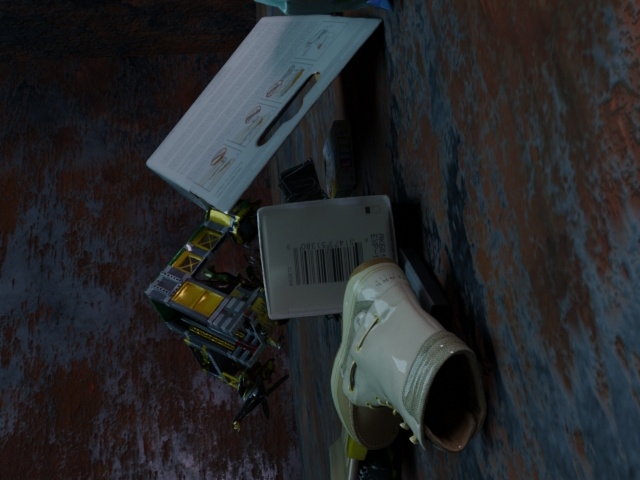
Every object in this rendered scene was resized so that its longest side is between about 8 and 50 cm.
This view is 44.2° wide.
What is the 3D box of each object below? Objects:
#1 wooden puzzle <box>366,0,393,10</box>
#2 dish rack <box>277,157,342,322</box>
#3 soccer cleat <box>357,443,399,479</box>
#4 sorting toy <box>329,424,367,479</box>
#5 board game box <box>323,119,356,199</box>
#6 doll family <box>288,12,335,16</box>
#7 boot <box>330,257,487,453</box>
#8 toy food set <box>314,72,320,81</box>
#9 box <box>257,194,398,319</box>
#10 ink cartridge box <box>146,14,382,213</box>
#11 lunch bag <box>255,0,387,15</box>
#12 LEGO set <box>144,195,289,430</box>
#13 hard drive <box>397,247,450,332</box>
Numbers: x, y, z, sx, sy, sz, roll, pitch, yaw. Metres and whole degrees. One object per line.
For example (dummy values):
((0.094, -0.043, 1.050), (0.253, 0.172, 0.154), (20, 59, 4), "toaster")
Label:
((0.055, -0.304, 0.823), (0.014, 0.079, 0.116), (-42, -37, -57), "wooden puzzle")
((0.000, 0.000, 1.286), (0.271, 0.074, 0.208), (-120, 12, -66), "dish rack")
((0.065, 0.325, 1.062), (0.060, 0.072, 0.179), (-105, 12, -56), "soccer cleat")
((0.054, 0.199, 0.974), (0.307, 0.041, 0.229), (-98, 19, -86), "sorting toy")
((0.029, -0.122, 1.281), (0.154, 0.026, 0.103), (118, 147, -78), "board game box")
((-0.056, -0.432, 1.195), (0.163, 0.118, 0.263), (58, 163, 15), "doll family")
((0.077, 0.143, 0.717), (0.165, 0.077, 0.213), (-132, 37, -53), "boot")
((0.003, -0.317, 1.407), (0.083, 0.020, 0.082), (-105, 13, -59), "toy food set")
((0.006, 0.018, 0.965), (0.311, 0.148, 0.121), (75, -171, -90), "box")
((-0.076, -0.173, 1.104), (0.091, 0.308, 0.385), (41, 174, -30), "ink cartridge box")
((-0.014, -0.393, 0.940), (0.262, 0.160, 0.223), (-123, 28, -64), "lunch bag")
((-0.093, 0.107, 1.199), (0.255, 0.192, 0.331), (-47, -37, -34), "LEGO set")
((0.103, 0.076, 0.804), (0.135, 0.022, 0.094), (-111, 18, -66), "hard drive")
